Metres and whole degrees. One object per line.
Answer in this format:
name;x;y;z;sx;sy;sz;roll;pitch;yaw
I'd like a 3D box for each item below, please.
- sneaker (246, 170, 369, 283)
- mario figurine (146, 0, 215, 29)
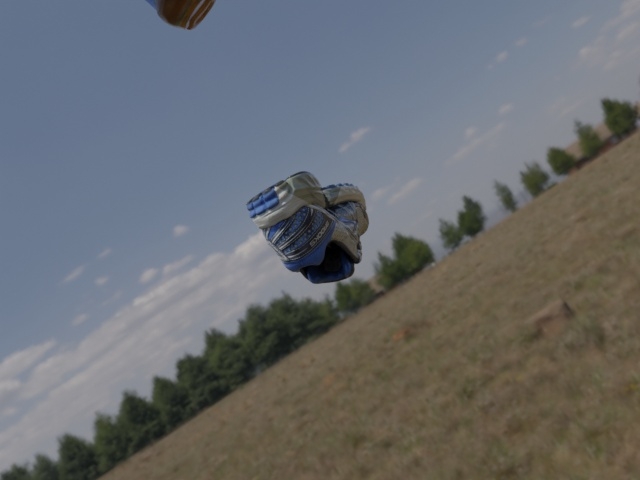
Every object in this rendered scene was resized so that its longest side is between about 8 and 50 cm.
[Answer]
sneaker;0.000;0.000;0.530;0.052;0.058;0.135;-28;-10;19
mario figurine;-0.205;-0.297;0.671;0.170;0.320;0.198;-54;9;42
